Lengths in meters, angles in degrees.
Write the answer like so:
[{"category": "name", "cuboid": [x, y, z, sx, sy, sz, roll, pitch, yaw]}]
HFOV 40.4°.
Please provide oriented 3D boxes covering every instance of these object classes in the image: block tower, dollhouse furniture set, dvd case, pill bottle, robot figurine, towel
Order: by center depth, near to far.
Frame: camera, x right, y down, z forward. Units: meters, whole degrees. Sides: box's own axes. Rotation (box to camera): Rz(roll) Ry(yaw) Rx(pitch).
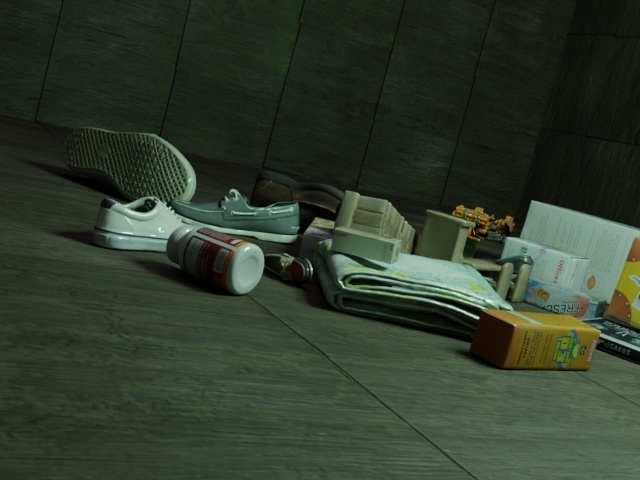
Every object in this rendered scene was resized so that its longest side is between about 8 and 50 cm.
[{"category": "pill bottle", "cuboid": [-0.173, 0.027, 1.409, 0.152, 0.086, 0.086, 20, 10, 32]}, {"category": "towel", "cuboid": [0.158, 0.079, 1.612, 0.321, 0.090, 0.374, 14, 8, -7]}, {"category": "dvd case", "cuboid": [0.609, 0.200, 1.756, 0.179, 0.029, 0.239, 21, 11, 35]}, {"category": "block tower", "cuboid": [0.134, -0.010, 1.871, 0.097, 0.090, 0.335, 12, -9, 24]}, {"category": "dollhouse furniture set", "cuboid": [0.333, 0.031, 1.974, 0.212, 0.160, 0.242, 21, 11, 42]}, {"category": "robot figurine", "cuboid": [0.469, -0.050, 2.574, 0.211, 0.085, 0.291, 18, 9, 23]}]

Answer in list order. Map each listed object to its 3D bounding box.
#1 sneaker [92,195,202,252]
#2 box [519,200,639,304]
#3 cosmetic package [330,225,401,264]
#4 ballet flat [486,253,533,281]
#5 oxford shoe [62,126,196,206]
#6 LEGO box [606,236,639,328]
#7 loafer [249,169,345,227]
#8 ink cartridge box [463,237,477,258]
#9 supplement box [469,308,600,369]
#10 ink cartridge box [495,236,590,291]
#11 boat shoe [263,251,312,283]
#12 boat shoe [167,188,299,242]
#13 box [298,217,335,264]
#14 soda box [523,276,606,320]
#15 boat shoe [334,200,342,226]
[{"category": "sneaker", "cuboid": [-0.293, -0.030, 1.572, 0.094, 0.091, 0.258, 19, 10, 32]}, {"category": "box", "cuboid": [0.749, 0.037, 2.454, 0.168, 0.214, 0.345, 6, 12, -44]}, {"category": "cosmetic package", "cuboid": [0.082, 0.008, 1.557, 0.115, 0.041, 0.060, 14, 9, 14]}, {"category": "ballet flat", "cuboid": [0.422, 0.076, 2.100, 0.074, 0.074, 0.203, 7, -10, -42]}, {"category": "oxford shoe", "cuboid": [-0.450, -0.175, 2.120, 0.450, 0.169, 0.130, 19, -10, 37]}, {"category": "LEGO box", "cuboid": [0.922, 0.175, 1.783, 0.373, 0.193, 0.500, 15, 6, -38]}, {"category": "loafer", "cuboid": [-0.039, -0.073, 2.248, 0.366, 0.130, 0.134, 17, -20, 39]}, {"category": "ink cartridge box", "cuboid": [0.419, 0.004, 2.644, 0.109, 0.062, 0.209, 16, 8, 9]}, {"category": "supplement box", "cuboid": [0.352, 0.162, 1.413, 0.234, 0.078, 0.080, 6, 11, -40]}, {"category": "ink cartridge box", "cuboid": [0.544, 0.077, 2.134, 0.176, 0.128, 0.127, 22, 11, 39]}, {"category": "boat shoe", "cuboid": [-0.061, 0.048, 1.589, 0.043, 0.049, 0.137, 5, 9, -32]}, {"category": "boat shoe", "cuboid": [-0.194, -0.068, 1.966, 0.320, 0.099, 0.116, 10, 9, -23]}, {"category": "box", "cuboid": [0.000, 0.000, 1.962, 0.067, 0.063, 0.324, 12, 8, 3]}, {"category": "soda box", "cuboid": [0.553, 0.137, 1.990, 0.183, 0.058, 0.063, 18, 9, 33]}, {"category": "boat shoe", "cuboid": [0.073, -0.028, 1.968, 0.080, 0.076, 0.228, -5, -20, 15]}]
